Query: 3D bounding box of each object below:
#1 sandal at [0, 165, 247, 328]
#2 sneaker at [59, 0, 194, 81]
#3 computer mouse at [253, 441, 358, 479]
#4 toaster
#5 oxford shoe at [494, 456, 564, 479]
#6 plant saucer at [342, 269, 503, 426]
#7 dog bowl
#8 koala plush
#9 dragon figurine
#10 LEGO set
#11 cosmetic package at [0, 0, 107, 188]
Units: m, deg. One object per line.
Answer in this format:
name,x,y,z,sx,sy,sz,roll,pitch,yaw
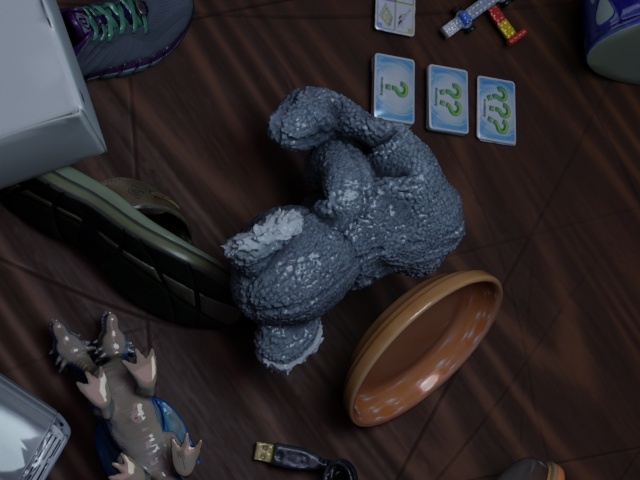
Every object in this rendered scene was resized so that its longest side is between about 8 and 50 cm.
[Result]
sandal,-0.185,-0.021,1.228,0.303,0.120,0.086,37,54,-7
sneaker,-0.214,-0.205,1.268,0.224,0.098,0.083,-31,88,-23
computer mouse,-0.080,0.256,1.198,0.262,0.060,0.184,4,47,-1
toaster,-0.321,0.192,1.120,0.146,0.129,0.227,34,66,-13
oxford shoe,0.096,0.323,1.232,0.133,0.130,0.364,45,67,3
plant saucer,0.095,0.100,1.259,0.200,0.200,0.037,-33,62,-23
dog bowl,0.421,-0.257,1.409,0.265,0.265,0.104,3,79,-18
koala plush,0.000,0.000,1.191,0.203,0.196,0.221,23,48,32
dragon figurine,-0.161,0.182,1.163,0.085,0.144,0.289,-27,81,-13
LEGO set,0.150,-0.239,1.426,0.183,0.060,0.244,8,74,-21
cosmetic package,-0.392,-0.118,1.097,0.366,0.155,0.196,-18,80,-5
